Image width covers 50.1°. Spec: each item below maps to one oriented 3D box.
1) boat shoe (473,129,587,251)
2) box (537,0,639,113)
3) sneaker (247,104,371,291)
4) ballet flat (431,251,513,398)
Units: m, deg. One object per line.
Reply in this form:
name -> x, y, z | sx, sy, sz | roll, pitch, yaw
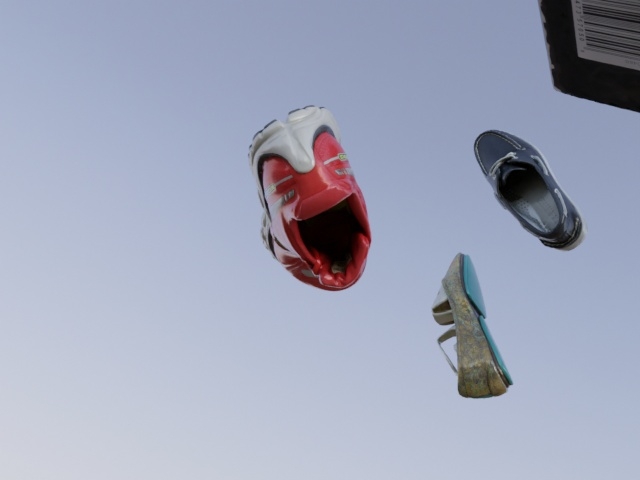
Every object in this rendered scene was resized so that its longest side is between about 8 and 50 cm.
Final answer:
boat shoe -> 0.364, -0.110, 1.241 | 0.091, 0.302, 0.114 | 19, -62, -45
box -> 0.439, -0.385, 0.784 | 0.212, 0.395, 0.293 | 27, -16, 37
sneaker -> 0.000, 0.000, 0.642 | 0.107, 0.118, 0.279 | -25, -28, -1
ballet flat -> 0.278, 0.162, 1.348 | 0.123, 0.348, 0.123 | -3, -48, -3
